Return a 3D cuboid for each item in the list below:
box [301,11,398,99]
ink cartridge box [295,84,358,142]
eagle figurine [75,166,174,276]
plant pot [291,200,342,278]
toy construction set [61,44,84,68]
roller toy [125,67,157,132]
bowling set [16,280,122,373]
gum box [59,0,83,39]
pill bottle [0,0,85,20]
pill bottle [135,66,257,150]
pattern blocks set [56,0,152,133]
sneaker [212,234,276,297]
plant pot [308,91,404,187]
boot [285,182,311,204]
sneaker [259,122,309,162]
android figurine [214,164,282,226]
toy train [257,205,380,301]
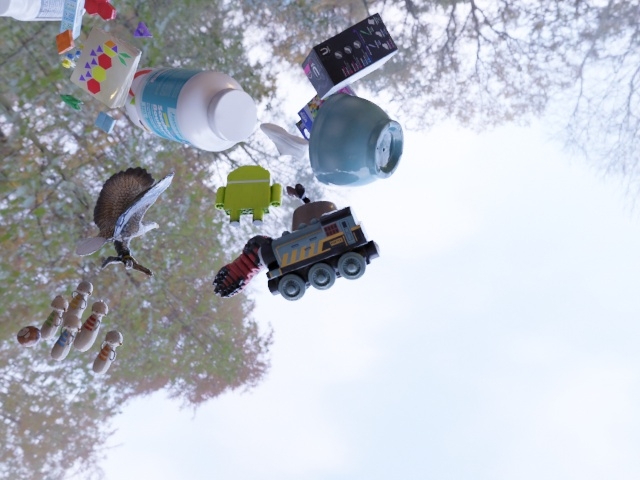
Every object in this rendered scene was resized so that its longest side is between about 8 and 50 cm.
[{"bbox_3d":[0.094,-0.616,1.548,0.270,0.143,0.165,-34,-171,-13],"label":"box"},{"bbox_3d":[0.023,-0.560,2.021,0.311,0.065,0.186,-40,-112,23],"label":"ink cartridge box"},{"bbox_3d":[-0.556,-0.071,1.340,0.226,0.298,0.225,10,-171,-3],"label":"eagle figurine"},{"bbox_3d":[0.000,0.000,1.496,0.263,0.263,0.229,-16,-105,15],"label":"plant pot"},{"bbox_3d":[-0.922,-0.705,1.990,0.215,0.327,0.151,12,-90,9],"label":"toy construction set"},{"bbox_3d":[-0.584,-0.488,1.610,0.209,0.146,0.191,40,-116,13],"label":"roller toy"},{"bbox_3d":[-0.680,0.228,1.239,0.287,0.200,0.154,33,-82,30],"label":"bowling set"},{"bbox_3d":[-0.832,-0.780,1.550,0.184,0.041,0.157,-67,-154,23],"label":"gum box"},{"bbox_3d":[-1.116,-0.967,1.788,0.204,0.204,0.361,-10,-159,22],"label":"pill bottle"},{"bbox_3d":[-0.239,-0.256,0.895,0.264,0.146,0.146,22,-119,41],"label":"pill bottle"},{"bbox_3d":[-0.586,-0.476,1.260,0.325,0.285,0.026,-44,-169,19],"label":"pattern blocks set"},{"bbox_3d":[-0.224,0.079,1.433,0.276,0.098,0.135,-44,172,24],"label":"sneaker"},{"bbox_3d":[0.130,-0.288,1.394,0.196,0.293,0.293,18,-122,33],"label":"plant pot"},{"bbox_3d":[-0.090,-0.174,1.589,0.037,0.106,0.114,-41,-134,-13],"label":"boot"},{"bbox_3d":[-0.144,-0.355,1.677,0.212,0.094,0.080,33,-145,19],"label":"sneaker"},{"bbox_3d":[-0.265,-0.174,1.695,0.248,0.056,0.273,-4,-121,2],"label":"android figurine"},{"bbox_3d":[-0.010,0.037,1.262,0.334,0.190,0.142,-21,-175,12],"label":"toy train"}]
